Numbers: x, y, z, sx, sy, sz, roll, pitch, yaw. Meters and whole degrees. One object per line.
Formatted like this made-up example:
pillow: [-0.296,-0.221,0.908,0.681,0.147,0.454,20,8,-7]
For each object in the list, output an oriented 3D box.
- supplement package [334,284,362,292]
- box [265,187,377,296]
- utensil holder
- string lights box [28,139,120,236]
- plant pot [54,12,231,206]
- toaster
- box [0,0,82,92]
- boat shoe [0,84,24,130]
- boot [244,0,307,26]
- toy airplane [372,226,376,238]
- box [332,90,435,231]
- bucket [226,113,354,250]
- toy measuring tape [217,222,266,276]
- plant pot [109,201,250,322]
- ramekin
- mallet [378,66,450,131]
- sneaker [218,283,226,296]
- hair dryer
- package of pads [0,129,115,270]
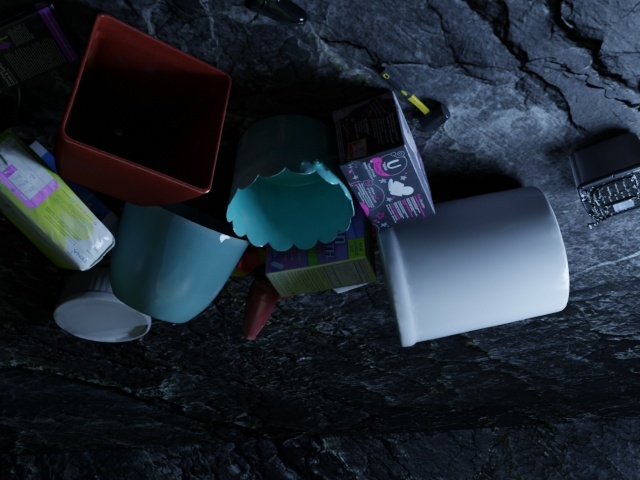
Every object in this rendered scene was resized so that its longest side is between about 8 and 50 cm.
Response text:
supplement package: [0.043,0.047,1.717,0.105,0.105,0.179,-20,141,25]
box: [0.000,0.000,1.550,0.243,0.214,0.117,-10,145,12]
utensil holder: [0.344,0.058,1.531,0.385,0.328,0.328,-11,145,4]
string lights box: [-0.590,-0.082,1.455,0.133,0.077,0.260,-28,115,34]
plant pot: [-0.357,-0.206,1.222,0.267,0.267,0.235,21,151,-29]
toaster: [0.663,-0.135,1.467,0.185,0.110,0.168,-21,140,26]
box: [-0.524,-0.343,1.144,0.162,0.029,0.116,-28,145,-9]
boat shoe: [-0.597,-0.304,1.212,0.084,0.079,0.233,12,142,-15]
boot: [-0.064,-0.422,1.088,0.121,0.045,0.099,13,140,-19]
toy airplane: [0.146,-0.022,1.688,0.151,0.028,0.151,-1,144,0]
box: [0.137,-0.162,1.365,0.142,0.163,0.247,-16,143,15]
bucket: [-0.063,-0.124,1.398,0.281,0.183,0.281,-1,146,0]
toy measuring tape: [-0.193,0.067,1.724,0.121,0.121,0.330,-14,144,17]
plant pot: [-0.341,0.045,1.468,0.293,0.235,0.293,25,-177,-1]
ramekin: [-0.622,0.182,1.874,0.272,0.127,0.273,-1,145,-1]
mallet: [0.192,-0.290,1.297,0.062,0.039,0.189,-25,135,30]
sneaker: [-0.313,0.117,1.727,0.146,0.105,0.296,1,-171,-19]
hair dryer: [-0.106,0.149,1.739,0.293,0.080,0.223,-46,142,-8]
package of pads: [-0.560,-0.071,1.282,0.296,0.101,0.229,52,154,-24]
